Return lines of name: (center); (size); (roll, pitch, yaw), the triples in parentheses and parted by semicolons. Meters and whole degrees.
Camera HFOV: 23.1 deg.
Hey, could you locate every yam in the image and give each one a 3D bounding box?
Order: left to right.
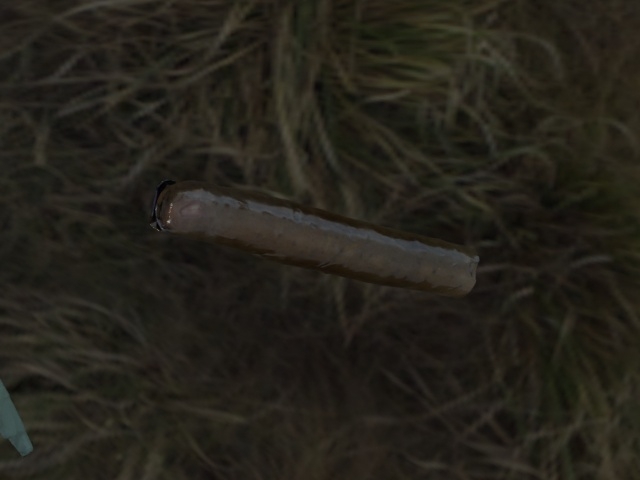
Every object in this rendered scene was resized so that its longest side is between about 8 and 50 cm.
yam: (0.000, 0.000, 1.120); (0.264, 0.046, 0.046); (13, 92, -31)

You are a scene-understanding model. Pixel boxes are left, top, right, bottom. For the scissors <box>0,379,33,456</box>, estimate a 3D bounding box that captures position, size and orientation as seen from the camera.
scissors: (-0.158, 0.013, 0.597); (0.017, 0.144, 0.248); (-1, 123, 16)
